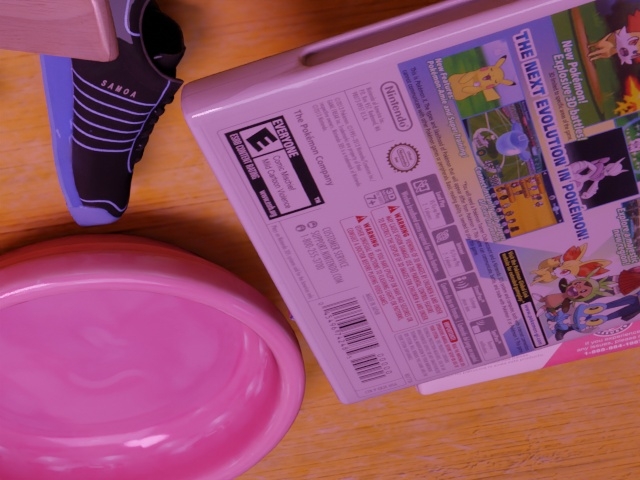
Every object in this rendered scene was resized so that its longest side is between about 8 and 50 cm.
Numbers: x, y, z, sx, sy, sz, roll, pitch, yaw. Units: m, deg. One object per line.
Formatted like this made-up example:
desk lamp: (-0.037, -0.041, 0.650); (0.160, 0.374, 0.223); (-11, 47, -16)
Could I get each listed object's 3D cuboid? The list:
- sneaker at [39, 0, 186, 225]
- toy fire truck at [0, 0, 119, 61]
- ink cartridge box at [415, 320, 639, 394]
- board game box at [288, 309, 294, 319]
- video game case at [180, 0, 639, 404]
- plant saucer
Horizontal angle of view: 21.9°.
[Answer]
sneaker: (-0.133, -0.096, 1.098); (0.090, 0.081, 0.232); (-1, 139, 0)
toy fire truck: (-0.260, -0.164, 0.955); (0.246, 0.158, 0.217); (-16, 141, -11)
ink cartridge box: (0.143, -0.027, 1.210); (0.207, 0.117, 0.283); (-12, 140, 3)
board game box: (0.000, 0.000, 1.234); (0.020, 0.090, 0.090); (16, 134, -25)
video game case: (0.105, -0.029, 1.081); (0.300, 0.036, 0.329); (-17, 138, 9)
plant saucer: (-0.181, 0.104, 1.326); (0.332, 0.084, 0.332); (-7, 140, -6)
